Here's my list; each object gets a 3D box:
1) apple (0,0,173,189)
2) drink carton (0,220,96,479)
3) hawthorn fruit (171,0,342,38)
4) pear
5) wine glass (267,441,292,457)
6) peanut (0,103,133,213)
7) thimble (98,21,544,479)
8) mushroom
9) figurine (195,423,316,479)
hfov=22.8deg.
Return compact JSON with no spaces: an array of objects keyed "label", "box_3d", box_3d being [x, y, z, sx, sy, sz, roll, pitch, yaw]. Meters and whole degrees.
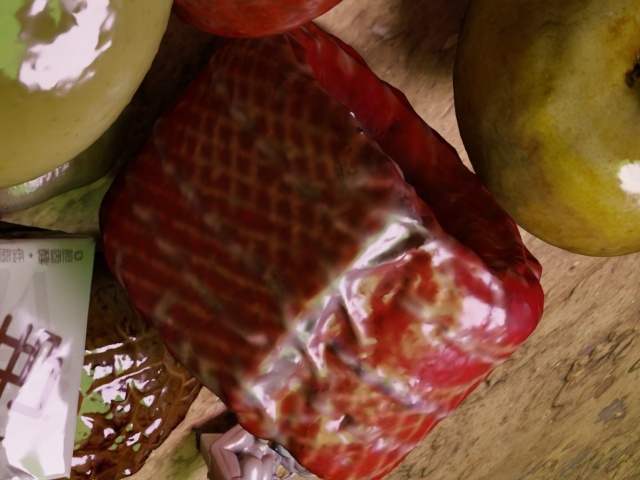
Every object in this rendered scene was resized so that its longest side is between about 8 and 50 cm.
[{"label":"apple","box_3d":[-0.214,-0.151,0.870,0.257,0.233,0.295,-1,134,-56]},{"label":"drink carton","box_3d":[-0.321,0.082,1.120,0.324,0.132,0.194,1,98,-52]},{"label":"hawthorn fruit","box_3d":[-0.048,-0.223,1.047,0.202,0.185,0.185,-32,157,25]},{"label":"pear","box_3d":[0.250,-0.143,1.386,0.304,0.304,0.304,-29,151,-18]},{"label":"wine glass","box_3d":[-0.050,0.099,1.475,0.111,0.204,0.111,-29,153,-17]},{"label":"peanut","box_3d":[-0.206,-0.069,1.181,0.152,0.076,0.076,-22,149,-24]},{"label":"thimble","box_3d":[0.000,0.000,1.255,0.230,0.350,0.350,-46,152,14]},{"label":"mushroom","box_3d":[-0.206,0.124,1.394,0.253,0.153,0.253,-36,150,-25]},{"label":"figurine","box_3d":[-0.016,0.226,1.775,0.236,0.141,0.162,-28,155,-21]}]
